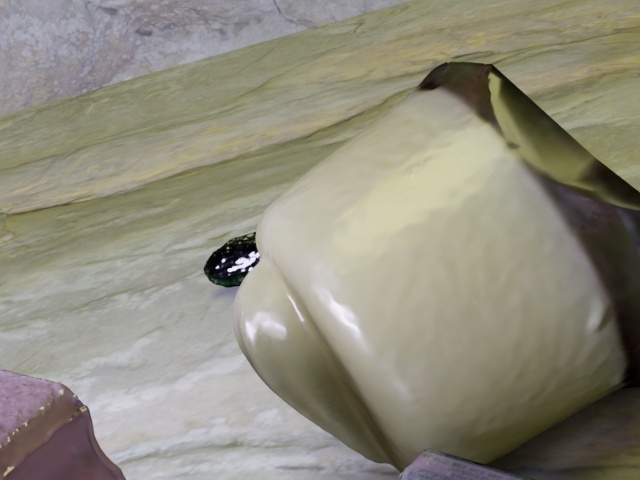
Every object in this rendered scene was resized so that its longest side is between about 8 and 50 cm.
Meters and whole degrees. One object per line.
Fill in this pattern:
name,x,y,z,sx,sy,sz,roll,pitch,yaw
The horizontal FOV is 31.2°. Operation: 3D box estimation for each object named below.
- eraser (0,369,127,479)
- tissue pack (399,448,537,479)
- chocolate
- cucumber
eraser,-0.255,0.292,0.701,0.122,0.272,0.359,4,33,38
tissue pack,0.132,0.214,0.795,0.156,0.112,0.051,8,33,45
chocolate,0.100,0.060,0.967,0.297,0.314,0.326,-43,69,-10
cucumber,0.000,0.000,1.425,0.303,0.072,0.081,-12,24,14
